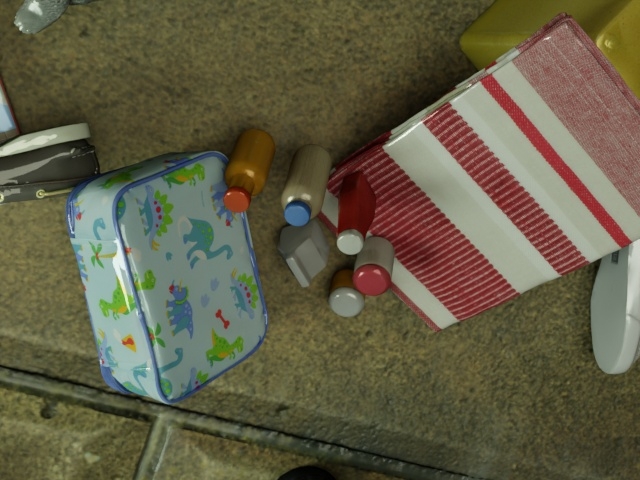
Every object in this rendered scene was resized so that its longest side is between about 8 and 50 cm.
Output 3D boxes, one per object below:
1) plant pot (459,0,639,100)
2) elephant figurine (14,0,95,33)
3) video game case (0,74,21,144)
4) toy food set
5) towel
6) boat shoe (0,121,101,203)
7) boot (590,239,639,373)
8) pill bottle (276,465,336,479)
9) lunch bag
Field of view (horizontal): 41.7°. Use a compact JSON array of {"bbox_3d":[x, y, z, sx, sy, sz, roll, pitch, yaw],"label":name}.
[{"bbox_3d":[0.310,-0.196,0.849,0.212,0.187,0.212,-45,109,-1],"label":"plant pot"},{"bbox_3d":[-0.212,-0.336,0.712,0.169,0.186,0.239,-26,101,37],"label":"elephant figurine"},{"bbox_3d":[-0.400,-0.149,0.755,0.204,0.025,0.285,-18,107,-11],"label":"video game case"},{"bbox_3d":[0.000,0.000,0.823,0.111,0.104,0.232,-16,123,21],"label":"toy food set"},{"bbox_3d":[0.173,-0.045,0.835,0.329,0.037,0.237,-31,114,34],"label":"towel"},{"bbox_3d":[-0.311,-0.048,0.745,0.227,0.081,0.069,-16,103,-14],"label":"boat shoe"},{"bbox_3d":[0.395,0.031,0.972,0.123,0.095,0.258,3,101,-9],"label":"boot"},{"bbox_3d":[0.007,0.328,0.873,0.122,0.219,0.123,-4,104,-14],"label":"pill bottle"},{"bbox_3d":[-0.138,0.030,0.801,0.176,0.090,0.219,-31,117,-48],"label":"lunch bag"}]
